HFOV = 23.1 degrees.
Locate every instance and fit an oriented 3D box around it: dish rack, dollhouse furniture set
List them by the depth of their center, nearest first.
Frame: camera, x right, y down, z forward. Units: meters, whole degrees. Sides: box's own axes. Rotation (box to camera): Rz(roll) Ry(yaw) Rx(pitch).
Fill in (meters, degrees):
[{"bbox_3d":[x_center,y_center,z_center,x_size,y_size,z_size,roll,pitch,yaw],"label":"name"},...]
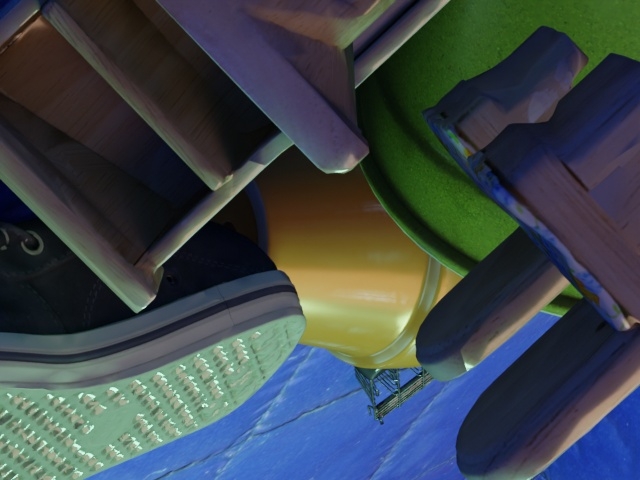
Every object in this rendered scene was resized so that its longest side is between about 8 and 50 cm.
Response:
[{"bbox_3d":[-0.061,-0.080,0.684,0.256,0.362,0.394,-43,-170,7],"label":"dollhouse furniture set"},{"bbox_3d":[0.119,0.114,1.831,0.208,0.074,0.271,-35,162,-8],"label":"dish rack"}]

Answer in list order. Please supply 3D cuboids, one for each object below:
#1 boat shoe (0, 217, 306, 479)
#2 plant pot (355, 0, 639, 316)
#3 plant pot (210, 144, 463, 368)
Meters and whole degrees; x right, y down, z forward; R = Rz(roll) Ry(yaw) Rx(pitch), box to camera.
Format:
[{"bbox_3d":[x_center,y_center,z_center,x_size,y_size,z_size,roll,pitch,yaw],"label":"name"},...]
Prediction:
[{"bbox_3d":[-0.210,0.066,0.929,0.500,0.156,0.187,-15,149,-52],"label":"boat shoe"},{"bbox_3d":[0.203,-0.197,0.943,0.366,0.366,0.353,-31,148,-22],"label":"plant pot"},{"bbox_3d":[0.000,0.000,1.206,0.188,0.205,0.205,-1,140,-38],"label":"plant pot"}]
